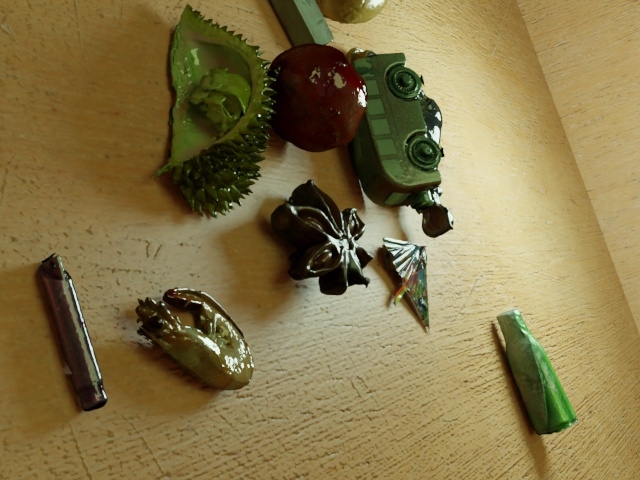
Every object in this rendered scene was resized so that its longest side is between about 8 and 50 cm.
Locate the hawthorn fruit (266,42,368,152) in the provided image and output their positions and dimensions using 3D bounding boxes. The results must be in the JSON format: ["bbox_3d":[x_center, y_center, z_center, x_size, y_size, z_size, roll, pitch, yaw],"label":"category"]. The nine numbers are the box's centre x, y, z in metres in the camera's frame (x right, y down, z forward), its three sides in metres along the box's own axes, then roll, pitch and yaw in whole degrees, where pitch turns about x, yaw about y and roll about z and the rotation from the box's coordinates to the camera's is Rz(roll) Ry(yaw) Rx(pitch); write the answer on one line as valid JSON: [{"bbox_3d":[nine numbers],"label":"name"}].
[{"bbox_3d":[-0.025,-0.244,1.426,0.235,0.181,0.181,18,55,-52],"label":"hawthorn fruit"}]

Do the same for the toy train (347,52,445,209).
[{"bbox_3d":[0.134,-0.210,1.671,0.159,0.129,0.326,-10,75,-18],"label":"toy train"}]

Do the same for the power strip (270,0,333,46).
[{"bbox_3d":[-0.049,-0.454,1.657,0.288,0.053,0.093,61,30,-9],"label":"power strip"}]

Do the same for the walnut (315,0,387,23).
[{"bbox_3d":[0.063,-0.533,1.794,0.207,0.159,0.159,-27,93,-59],"label":"walnut"}]

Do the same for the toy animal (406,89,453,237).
[{"bbox_3d":[0.203,-0.177,1.826,0.168,0.106,0.343,30,48,-43],"label":"toy animal"}]

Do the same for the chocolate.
[{"bbox_3d":[0.491,0.300,1.979,0.110,0.110,0.291,-12,78,-60],"label":"chocolate"}]

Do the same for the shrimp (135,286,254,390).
[{"bbox_3d":[-0.159,0.112,1.088,0.236,0.053,0.133,38,43,-46],"label":"shrimp"}]

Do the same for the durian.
[{"bbox_3d":[-0.156,-0.181,1.277,0.170,0.157,0.355,11,53,-14],"label":"durian"}]

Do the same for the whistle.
[{"bbox_3d":[-0.271,0.100,0.932,0.033,0.033,0.176,-7,76,-60],"label":"whistle"}]

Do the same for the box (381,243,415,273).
[{"bbox_3d":[0.154,0.038,1.678,0.083,0.024,0.053,17,57,-52],"label":"box"}]

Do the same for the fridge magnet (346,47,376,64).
[{"bbox_3d":[0.106,-0.351,1.826,0.143,0.063,0.143,35,41,-38],"label":"fridge magnet"}]

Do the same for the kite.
[{"bbox_3d":[0.183,0.075,1.670,0.183,0.014,0.241,-51,124,-47],"label":"kite"}]

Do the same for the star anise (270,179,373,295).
[{"bbox_3d":[-0.004,0.000,1.384,0.220,0.099,0.214,19,41,-47],"label":"star anise"}]
